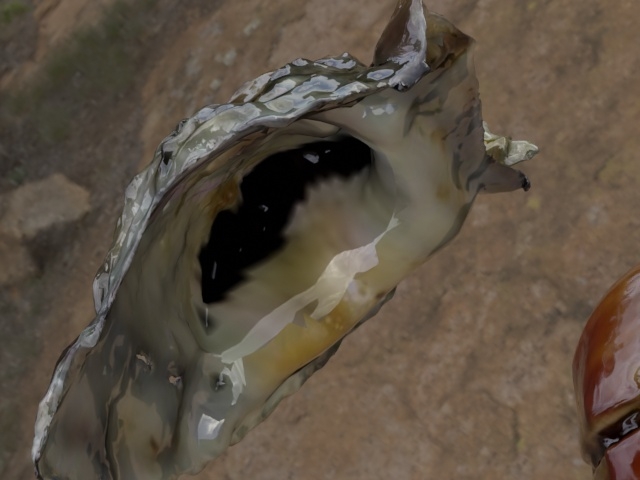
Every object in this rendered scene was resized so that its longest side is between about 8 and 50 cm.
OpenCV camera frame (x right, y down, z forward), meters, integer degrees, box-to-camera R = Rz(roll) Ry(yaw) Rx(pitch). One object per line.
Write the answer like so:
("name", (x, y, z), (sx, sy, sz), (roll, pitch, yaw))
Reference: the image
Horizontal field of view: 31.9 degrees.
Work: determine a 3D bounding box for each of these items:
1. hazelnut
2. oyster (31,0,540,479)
("hazelnut", (0.265, 0.104, 0.765), (0.181, 0.181, 0.212), (-19, 61, -4))
("oyster", (-0.008, -0.007, 0.456), (0.275, 0.271, 0.100), (-41, 81, -15))
